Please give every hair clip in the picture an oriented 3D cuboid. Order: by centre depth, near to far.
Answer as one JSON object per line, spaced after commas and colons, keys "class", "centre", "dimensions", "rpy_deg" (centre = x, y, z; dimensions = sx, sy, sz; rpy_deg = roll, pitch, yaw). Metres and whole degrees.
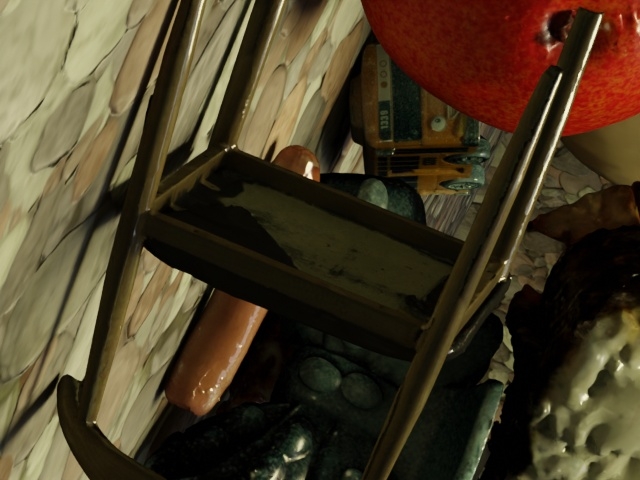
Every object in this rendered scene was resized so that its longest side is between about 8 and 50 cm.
{"class": "hair clip", "centre": [0.015, 0.117, 1.339], "dimensions": [0.310, 0.206, 0.194], "rpy_deg": [-62, 174, -17]}

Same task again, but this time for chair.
{"class": "chair", "centre": [0.000, 0.000, 0.900], "dimensions": [0.166, 0.188, 0.272], "rpy_deg": [-45, 156, -69]}

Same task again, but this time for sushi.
{"class": "sushi", "centre": [0.197, 0.131, 1.359], "dimensions": [0.182, 0.196, 0.343], "rpy_deg": [-119, -141, -59]}

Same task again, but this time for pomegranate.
{"class": "pomegranate", "centre": [0.128, -0.180, 1.096], "dimensions": [0.221, 0.220, 0.257], "rpy_deg": [109, -17, -47]}

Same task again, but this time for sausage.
{"class": "sausage", "centre": [-0.048, 0.025, 1.236], "dimensions": [0.186, 0.043, 0.043], "rpy_deg": [-64, 174, 7]}

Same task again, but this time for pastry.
{"class": "pastry", "centre": [-0.006, 0.091, 1.566], "dimensions": [0.208, 0.097, 0.115], "rpy_deg": [-59, 179, -28]}

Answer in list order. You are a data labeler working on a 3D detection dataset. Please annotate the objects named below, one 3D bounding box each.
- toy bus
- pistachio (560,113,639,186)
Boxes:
{"class": "toy bus", "centre": [0.074, -0.092, 1.459], "dimensions": [0.182, 0.103, 0.091], "rpy_deg": [82, 7, -79]}
{"class": "pistachio", "centre": [0.273, -0.167, 1.288], "dimensions": [0.281, 0.445, 0.365], "rpy_deg": [-42, 157, -28]}
